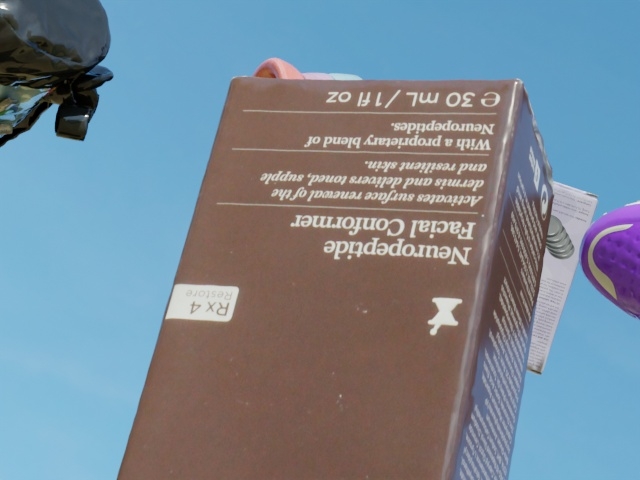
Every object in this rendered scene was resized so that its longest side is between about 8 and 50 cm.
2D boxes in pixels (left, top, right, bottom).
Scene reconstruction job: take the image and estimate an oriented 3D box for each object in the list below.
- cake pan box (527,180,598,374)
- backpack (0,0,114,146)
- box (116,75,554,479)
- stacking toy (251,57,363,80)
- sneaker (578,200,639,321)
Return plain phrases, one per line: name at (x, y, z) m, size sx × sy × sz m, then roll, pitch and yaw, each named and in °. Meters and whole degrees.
cake pan box at (0.196, 0.020, 2.102) m, size 0.266 × 0.246 × 0.070 m, roll 17°, pitch -7°, yaw -4°
backpack at (-0.190, -0.091, 0.729) m, size 0.182 × 0.152 × 0.115 m, roll -32°, pitch -37°, yaw 28°
box at (0.008, 0.094, 0.933) m, size 0.191 × 0.381 × 0.143 m, roll 2°, pitch -28°, yaw 19°
stacking toy at (0.000, 0.000, 1.470) m, size 0.130 × 0.309 × 0.279 m, roll 11°, pitch -65°, yaw -22°
sneaker at (0.297, 0.045, 1.169) m, size 0.293 × 0.146 × 0.102 m, roll 24°, pitch -70°, yaw 35°
